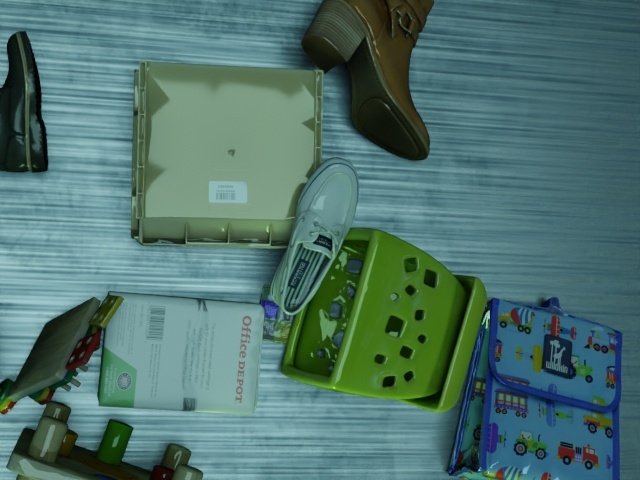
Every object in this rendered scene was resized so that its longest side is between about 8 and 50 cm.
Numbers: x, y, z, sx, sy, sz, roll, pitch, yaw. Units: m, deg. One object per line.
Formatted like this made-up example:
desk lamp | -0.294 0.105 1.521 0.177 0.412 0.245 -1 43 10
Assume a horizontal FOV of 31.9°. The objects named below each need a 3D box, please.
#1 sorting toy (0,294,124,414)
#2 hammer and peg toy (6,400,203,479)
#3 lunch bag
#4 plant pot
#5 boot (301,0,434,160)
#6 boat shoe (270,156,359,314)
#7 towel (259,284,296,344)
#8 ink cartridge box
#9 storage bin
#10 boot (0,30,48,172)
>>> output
sorting toy | -0.344 0.154 1.517 0.046 0.275 0.132 40 47 -24
hammer and peg toy | -0.233 0.332 1.490 0.362 0.266 0.127 22 84 -9
lunch bag | 0.337 0.230 1.697 0.221 0.138 0.293 13 73 -10
plant pot | 0.096 0.120 1.590 0.207 0.228 0.227 19 83 -18
boot | 0.109 -0.279 1.677 0.283 0.109 0.220 45 58 -20
boat shoe | 0.000 0.000 1.529 0.083 0.076 0.226 15 105 -16
towel | -0.065 0.112 1.662 0.060 0.009 0.083 13 86 -10
ink cartridge box | -0.199 0.159 1.591 0.220 0.092 0.160 6 87 -11
storage bin | -0.134 -0.119 1.601 0.262 0.123 0.260 2 88 -12
boot | -0.460 -0.190 1.564 0.137 0.077 0.197 -5 88 -7
